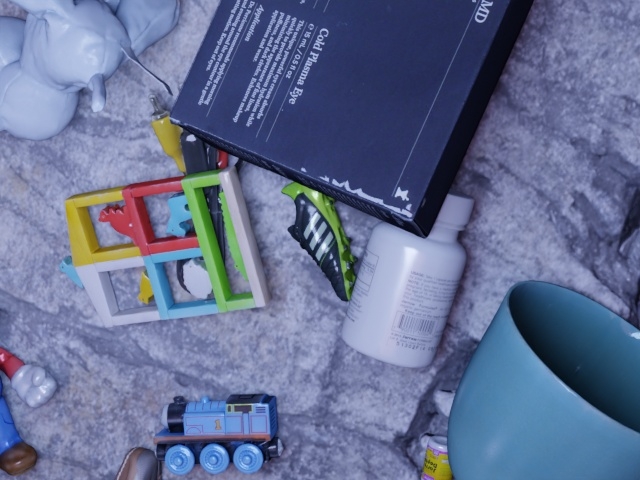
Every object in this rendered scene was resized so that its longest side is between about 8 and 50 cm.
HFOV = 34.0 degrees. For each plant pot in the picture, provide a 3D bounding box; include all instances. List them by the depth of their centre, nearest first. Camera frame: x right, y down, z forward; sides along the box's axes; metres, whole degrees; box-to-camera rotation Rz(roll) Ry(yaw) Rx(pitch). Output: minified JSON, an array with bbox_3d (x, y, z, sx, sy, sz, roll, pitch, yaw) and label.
[{"bbox_3d":[0.297,0.233,1.315,0.293,0.293,0.235,30,115,0],"label":"plant pot"}]

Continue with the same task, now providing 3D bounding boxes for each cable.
[{"bbox_3d":[-0.148,-0.071,1.425,0.139,0.072,0.287,-7,112,-3],"label":"cable"}]

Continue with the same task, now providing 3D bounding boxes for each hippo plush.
[{"bbox_3d":[-0.322,-0.239,1.354,0.236,0.234,0.294,-42,77,41],"label":"hippo plush"}]

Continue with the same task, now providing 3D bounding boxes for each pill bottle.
[{"bbox_3d":[0.118,0.039,1.366,0.131,0.131,0.229,17,100,2],"label":"pill bottle"},{"bbox_3d":[0.164,0.317,1.454,0.043,0.043,0.083,10,100,4],"label":"pill bottle"}]

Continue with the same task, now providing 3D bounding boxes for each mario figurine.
[{"bbox_3d":[-0.490,0.188,1.424,0.170,0.198,0.320,-6,105,28],"label":"mario figurine"}]

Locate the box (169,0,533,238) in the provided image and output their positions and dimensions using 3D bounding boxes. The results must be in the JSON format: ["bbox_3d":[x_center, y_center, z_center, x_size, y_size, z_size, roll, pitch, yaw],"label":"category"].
[{"bbox_3d":[0.047,-0.222,1.244,0.312,0.179,0.343,25,89,14],"label":"box"}]

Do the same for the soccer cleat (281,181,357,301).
[{"bbox_3d":[0.000,0.000,1.413,0.072,0.060,0.179,-17,91,18],"label":"soccer cleat"}]

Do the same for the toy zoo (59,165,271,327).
[{"bbox_3d":[-0.227,0.016,1.415,0.293,0.030,0.192,-8,107,19],"label":"toy zoo"}]

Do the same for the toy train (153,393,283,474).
[{"bbox_3d":[-0.144,0.268,1.462,0.184,0.080,0.105,-3,90,8],"label":"toy train"}]

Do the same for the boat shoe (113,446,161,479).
[{"bbox_3d":[-0.329,0.436,1.487,0.116,0.123,0.324,25,94,11],"label":"boat shoe"}]
